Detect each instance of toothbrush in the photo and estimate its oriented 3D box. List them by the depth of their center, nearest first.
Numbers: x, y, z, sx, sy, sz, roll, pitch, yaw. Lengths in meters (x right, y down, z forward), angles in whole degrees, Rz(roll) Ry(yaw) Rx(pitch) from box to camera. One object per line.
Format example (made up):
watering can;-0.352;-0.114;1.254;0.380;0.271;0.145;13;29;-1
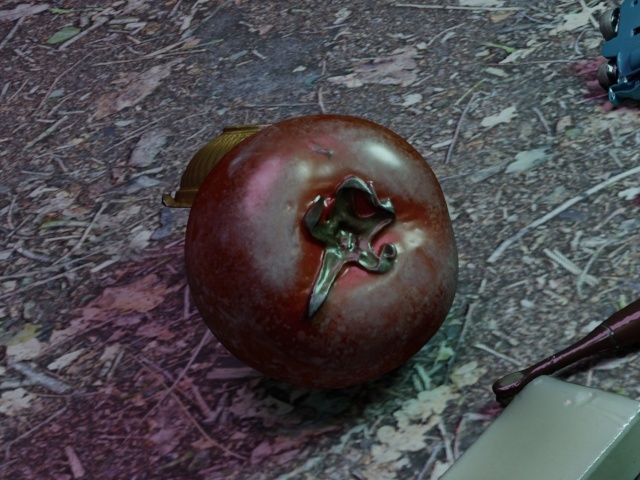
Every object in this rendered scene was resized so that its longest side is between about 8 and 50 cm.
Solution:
toothbrush;0.323;0.066;1.624;0.364;0.041;0.041;-25;29;-11

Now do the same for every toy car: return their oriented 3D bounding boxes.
toy car;0.406;-0.227;2.053;0.126;0.098;0.161;-27;45;49

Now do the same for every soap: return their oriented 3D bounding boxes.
soap;0.186;0.196;1.453;0.121;0.063;0.183;12;42;42

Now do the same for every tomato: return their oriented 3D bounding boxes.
tomato;-0.005;0.014;1.688;0.270;0.270;0.227;-31;0;-21

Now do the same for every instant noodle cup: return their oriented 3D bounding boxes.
instant noodle cup;-0.043;-0.085;1.926;0.274;0.090;0.274;-2;2;0
